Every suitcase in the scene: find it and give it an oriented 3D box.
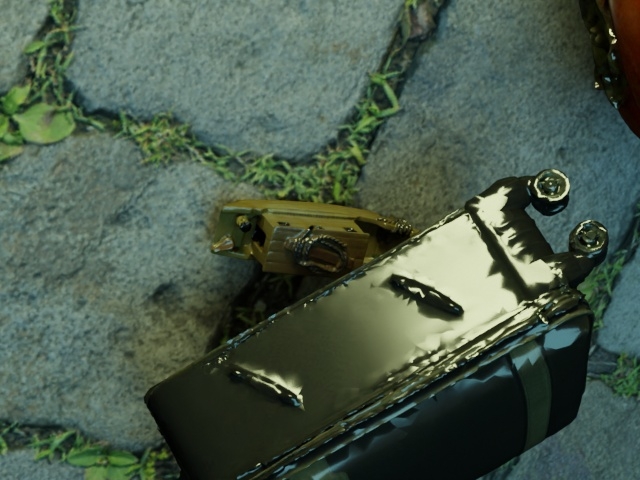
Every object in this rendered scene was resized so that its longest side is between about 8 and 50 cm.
[{"bbox_3d":[0.061,0.137,1.540,0.434,0.194,0.283,-28,156,-8],"label":"suitcase"}]

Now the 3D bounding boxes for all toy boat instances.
[{"bbox_3d":[0.000,0.000,1.554,0.200,0.077,0.057,5,110,-26],"label":"toy boat"}]

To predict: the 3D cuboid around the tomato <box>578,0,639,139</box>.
[{"bbox_3d":[0.371,-0.220,1.504,0.290,0.293,0.325,-19,111,-2],"label":"tomato"}]
